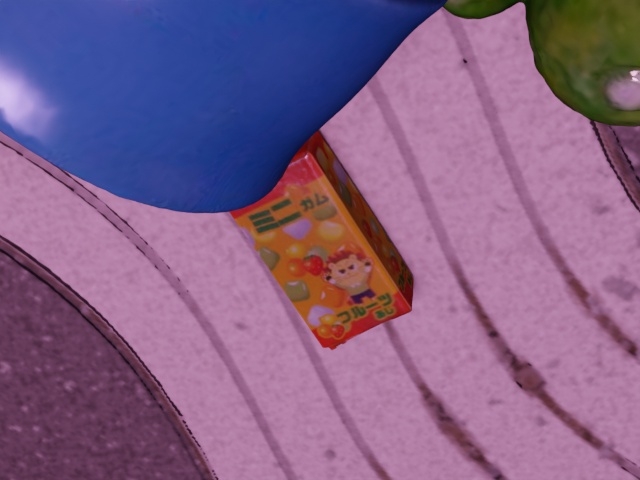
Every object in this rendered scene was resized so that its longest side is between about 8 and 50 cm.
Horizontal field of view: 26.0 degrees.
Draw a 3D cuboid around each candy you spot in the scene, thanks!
[{"bbox_3d":[0.000,0.000,0.811,0.062,0.038,0.122,-25,114,21],"label":"candy"}]

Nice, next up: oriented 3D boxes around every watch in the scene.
[{"bbox_3d":[-0.092,-0.174,0.583,0.305,0.274,0.241,33,120,-18],"label":"watch"}]

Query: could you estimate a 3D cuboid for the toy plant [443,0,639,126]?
[{"bbox_3d":[0.191,-0.180,0.625,0.224,0.184,0.316,28,136,-4],"label":"toy plant"}]
